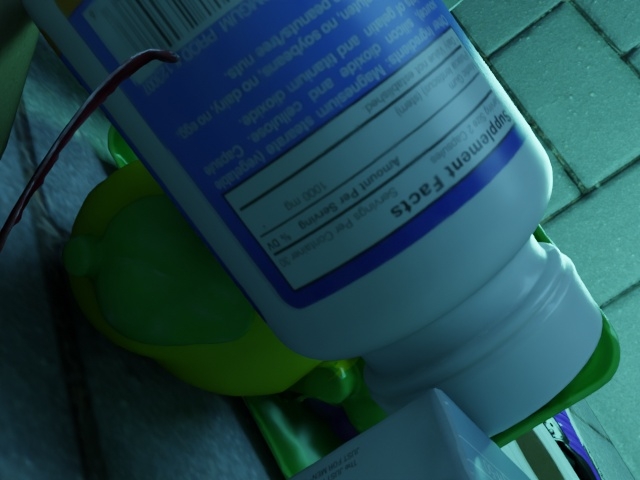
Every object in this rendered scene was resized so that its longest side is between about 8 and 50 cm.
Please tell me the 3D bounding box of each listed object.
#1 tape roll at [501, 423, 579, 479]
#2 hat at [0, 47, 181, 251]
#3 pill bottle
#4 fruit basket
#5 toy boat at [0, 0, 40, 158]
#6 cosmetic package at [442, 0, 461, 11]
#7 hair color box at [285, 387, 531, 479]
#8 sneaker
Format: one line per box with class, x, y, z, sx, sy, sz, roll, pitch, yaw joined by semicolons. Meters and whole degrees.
tape roll;0.187;0.251;0.886;0.286;0.100;0.286;50;15;-18
hat;-0.125;0.036;0.218;0.173;0.184;0.208;32;26;-55
pill bottle;0.008;-0.043;0.398;0.272;0.152;0.152;53;14;-10
fruit basket;0.000;0.000;0.607;0.392;0.283;0.392;59;-3;4
toy boat;-0.218;-0.091;0.372;0.151;0.150;0.231;23;18;-2
cosmetic package;-0.022;-0.381;1.216;0.327;0.329;0.393;52;15;-9
hair color box;0.032;0.242;0.241;0.113;0.185;0.374;46;16;-31
sneaker;0.303;0.269;1.202;0.293;0.102;0.146;57;15;12
